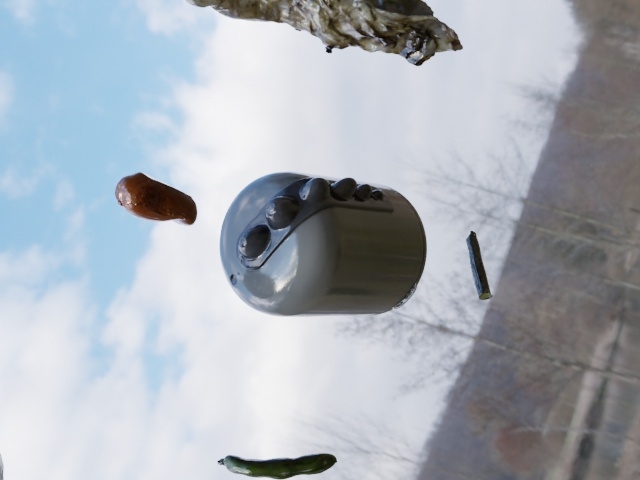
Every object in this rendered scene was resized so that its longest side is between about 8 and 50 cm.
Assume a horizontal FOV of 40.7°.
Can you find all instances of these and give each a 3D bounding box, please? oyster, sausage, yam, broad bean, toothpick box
[{"bbox_3d":[0.015,-0.349,1.267,0.204,0.396,0.111,-79,3,-57],"label":"oyster"},{"bbox_3d":[-0.305,-0.074,1.642,0.179,0.089,0.089,21,-93,-46],"label":"sausage"},{"bbox_3d":[0.282,0.044,1.547,0.033,0.027,0.129,36,-141,-48],"label":"yam"},{"bbox_3d":[-0.083,0.414,1.598,0.069,0.227,0.039,-61,-30,-74],"label":"broad bean"},{"bbox_3d":[0.000,0.000,1.235,0.316,0.229,0.228,5,-77,-54],"label":"toothpick box"}]

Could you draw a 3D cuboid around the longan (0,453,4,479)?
[{"bbox_3d":[-0.583,0.311,1.045,0.391,0.391,0.391,-53,-27,-42],"label":"longan"}]
